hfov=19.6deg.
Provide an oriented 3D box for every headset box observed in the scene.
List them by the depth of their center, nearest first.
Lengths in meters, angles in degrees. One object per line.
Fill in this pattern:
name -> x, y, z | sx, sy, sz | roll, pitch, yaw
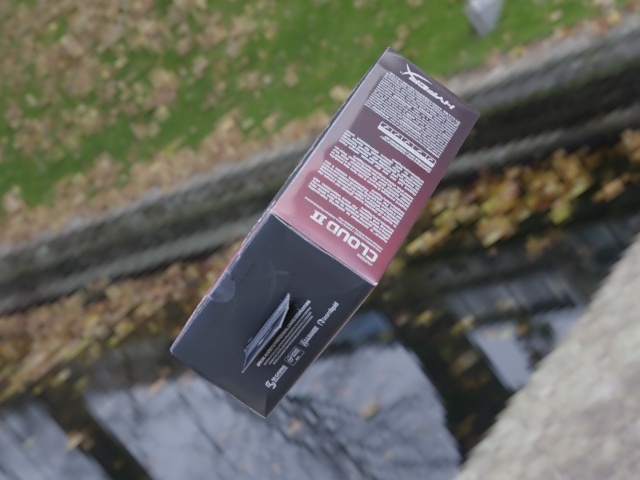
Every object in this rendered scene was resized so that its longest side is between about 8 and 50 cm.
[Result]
headset box -> 0.000, 0.000, 0.461 | 0.062, 0.032, 0.083 | -53, 3, 44
